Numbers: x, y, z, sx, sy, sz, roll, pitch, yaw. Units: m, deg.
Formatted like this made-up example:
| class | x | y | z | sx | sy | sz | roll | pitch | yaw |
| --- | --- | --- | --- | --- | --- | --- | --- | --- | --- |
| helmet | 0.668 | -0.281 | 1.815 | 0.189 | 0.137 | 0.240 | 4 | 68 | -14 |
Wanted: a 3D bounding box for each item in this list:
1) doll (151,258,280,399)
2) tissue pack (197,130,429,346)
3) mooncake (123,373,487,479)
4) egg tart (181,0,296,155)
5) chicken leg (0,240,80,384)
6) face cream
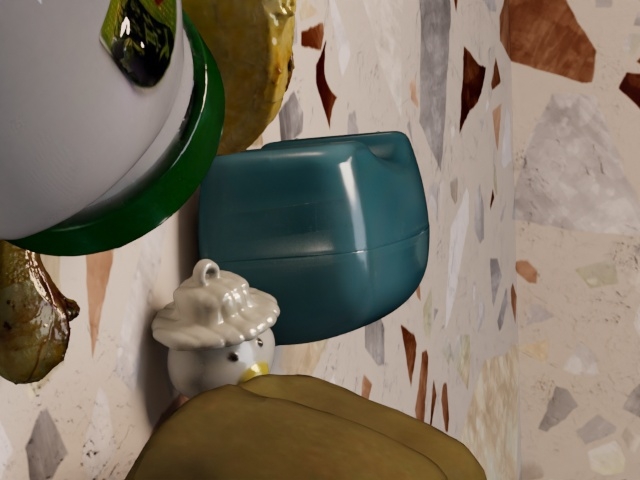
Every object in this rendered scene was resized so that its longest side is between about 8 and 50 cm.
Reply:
| class | x | y | z | sx | sy | sz | roll | pitch | yaw |
| --- | --- | --- | --- | --- | --- | --- | --- | --- | --- |
| doll | -0.084 | 0.150 | 1.806 | 0.138 | 0.119 | 0.293 | -22 | 118 | -30 |
| tissue pack | 0.000 | 0.000 | 1.935 | 0.287 | 0.198 | 0.206 | -27 | 111 | -73 |
| mooncake | -0.024 | 0.342 | 1.611 | 0.467 | 0.262 | 0.467 | 14 | 90 | -70 |
| egg tart | -0.132 | -0.199 | 1.534 | 0.115 | 0.290 | 0.290 | -23 | 116 | -33 |
| chicken leg | -0.227 | 0.018 | 1.467 | 0.093 | 0.070 | 0.178 | -21 | 99 | -71 |
| face cream | -0.210 | -0.153 | 1.257 | 0.357 | 0.219 | 0.312 | 60 | 33 | -62 |
